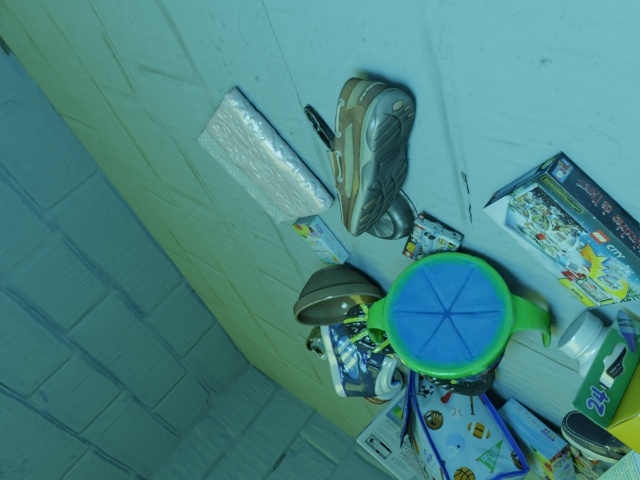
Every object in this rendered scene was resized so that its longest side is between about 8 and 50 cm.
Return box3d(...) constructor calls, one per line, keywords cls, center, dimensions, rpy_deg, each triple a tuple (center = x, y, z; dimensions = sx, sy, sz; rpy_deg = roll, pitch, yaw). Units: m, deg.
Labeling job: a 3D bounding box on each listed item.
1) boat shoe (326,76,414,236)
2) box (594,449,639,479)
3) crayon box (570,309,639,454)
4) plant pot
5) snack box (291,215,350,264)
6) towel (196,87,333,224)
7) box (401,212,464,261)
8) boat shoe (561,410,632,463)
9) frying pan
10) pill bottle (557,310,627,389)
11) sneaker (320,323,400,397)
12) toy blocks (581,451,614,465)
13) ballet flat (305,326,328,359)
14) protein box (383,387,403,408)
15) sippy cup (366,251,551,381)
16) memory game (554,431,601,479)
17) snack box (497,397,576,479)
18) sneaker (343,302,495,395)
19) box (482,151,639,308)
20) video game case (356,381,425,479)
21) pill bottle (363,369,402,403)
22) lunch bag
box3d(cls="boat shoe", center=(0.074, -0.139, 0.945), dimensions=(0.116, 0.123, 0.324), rpy_deg=(40, 146, 25))
box3d(cls="box", center=(0.589, 0.399, 0.848), dimensions=(0.214, 0.117, 0.243), rpy_deg=(10, 133, -4))
box3d(cls="crayon box", center=(0.536, 0.239, 0.736), dimensions=(0.323, 0.203, 0.083), rpy_deg=(36, 149, 15))
box3d(cls="plant pot", center=(0.040, 0.137, 1.450), dimensions=(0.237, 0.237, 0.109), rpy_deg=(99, 161, -64))
box3d(cls="snack box", center=(0.000, 0.000, 1.425), dimensions=(0.141, 0.037, 0.100), rpy_deg=(51, 158, -20))
box3d(cls="towel", center=(-0.146, -0.180, 1.324), dimensions=(0.332, 0.053, 0.317), rpy_deg=(47, 157, -13))
box3d(cls="box", center=(0.217, 0.009, 1.076), dimensions=(0.094, 0.027, 0.137), rpy_deg=(28, 155, 11))
box3d(cls="boat shoe", center=(0.602, 0.377, 1.037), dimensions=(0.285, 0.103, 0.092), rpy_deg=(13, 139, 44))
box3d(cls="frying pan", center=(0.085, -0.110, 1.078), dimensions=(0.197, 0.053, 0.326), rpy_deg=(19, 151, 40))
box3d(cls="pill bottle", center=(0.491, 0.204, 0.885), dimensions=(0.193, 0.108, 0.108), rpy_deg=(37, 158, 13))
box3d(cls="sneaker", center=(0.142, 0.331, 1.725), dimensions=(0.130, 0.236, 0.322), rpy_deg=(-11, -91, -74))
box3d(cls="toy blocks", center=(0.647, 0.495, 1.228), dimensions=(0.123, 0.054, 0.148), rpy_deg=(20, 150, 42))
box3d(cls="ballet flat", center=(0.054, 0.377, 1.926), dimensions=(0.123, 0.123, 0.349), rpy_deg=(51, 156, -20))
box3d(cls="protein box", center=(0.337, 0.618, 1.865), dimensions=(0.201, 0.136, 0.200), rpy_deg=(43, 158, 0))
box3d(cls="sippy cup", center=(0.263, 0.171, 1.066), dimensions=(0.305, 0.240, 0.224), rpy_deg=(35, 172, 34))
box3d(cls="memory game", center=(0.619, 0.536, 1.344), dimensions=(0.186, 0.012, 0.186), rpy_deg=(50, 171, 10))
box3d(cls="snack box", center=(0.543, 0.520, 1.382), dimensions=(0.174, 0.070, 0.207), rpy_deg=(41, 163, 50))
box3d(cls="sneaker", center=(0.252, 0.254, 1.371), dimensions=(0.385, 0.145, 0.147), rpy_deg=(26, -176, 15))
box3d(cls="box", center=(0.369, -0.005, 0.790), dimensions=(0.233, 0.044, 0.159), rpy_deg=(43, 158, -1))
box3d(cls="video game case", center=(0.331, 0.631, 1.724), dimensions=(0.329, 0.300, 0.036), rpy_deg=(41, -170, 4))
box3d(cls="pill bottle", center=(0.202, 0.503, 1.899), dimensions=(0.121, 0.121, 0.216), rpy_deg=(38, 158, 10))
box3d(cls="lunch bag", center=(0.337, 0.507, 1.462), dimensions=(0.327, 0.239, 0.385), rpy_deg=(82, 168, -53))
